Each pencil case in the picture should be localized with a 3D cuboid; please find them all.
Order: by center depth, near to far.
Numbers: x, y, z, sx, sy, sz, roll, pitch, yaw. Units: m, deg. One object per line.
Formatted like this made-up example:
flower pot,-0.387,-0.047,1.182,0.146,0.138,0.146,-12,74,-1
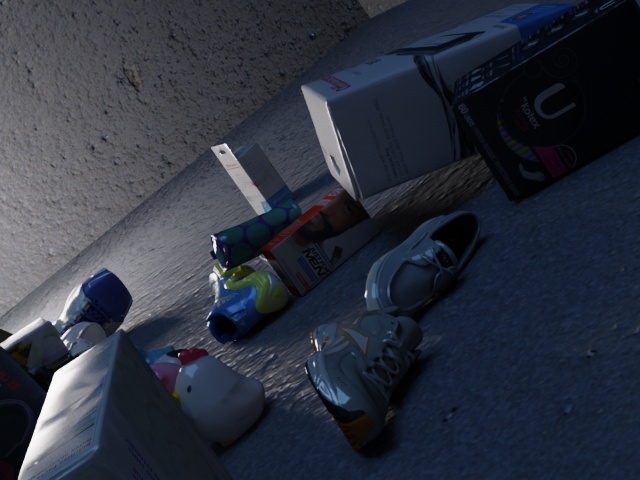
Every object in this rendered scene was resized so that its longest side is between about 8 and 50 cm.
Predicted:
pencil case,-0.099,-0.009,1.868,0.152,0.064,0.070,-25,10,-21

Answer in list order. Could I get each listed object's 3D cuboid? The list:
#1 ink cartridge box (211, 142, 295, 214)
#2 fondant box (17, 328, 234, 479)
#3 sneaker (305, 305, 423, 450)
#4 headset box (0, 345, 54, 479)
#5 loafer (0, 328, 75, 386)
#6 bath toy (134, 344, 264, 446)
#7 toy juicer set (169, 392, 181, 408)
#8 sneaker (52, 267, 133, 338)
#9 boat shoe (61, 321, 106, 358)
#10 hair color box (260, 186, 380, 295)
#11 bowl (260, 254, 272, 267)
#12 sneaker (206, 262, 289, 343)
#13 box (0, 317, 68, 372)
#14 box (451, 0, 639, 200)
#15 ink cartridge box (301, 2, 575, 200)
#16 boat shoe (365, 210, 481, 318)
ink cartridge box,-0.143,-0.143,2.469,0.061,0.181,0.104,-40,15,-19
fondant box,-0.166,0.246,1.111,0.096,0.238,0.330,-33,14,3
sneaker,0.057,0.131,1.281,0.121,0.099,0.262,-29,16,7
headset box,-0.497,0.301,1.717,0.293,0.218,0.110,-41,-17,-23
loafer,-0.528,0.192,1.944,0.251,0.087,0.094,2,18,-16
bath toy,-0.198,0.197,1.583,0.151,0.129,0.348,-40,15,-21
toy juicer set,-0.295,0.314,1.376,0.209,0.089,0.329,-30,30,43
sneaker,-0.477,0.205,2.260,0.315,0.127,0.182,-46,20,-14
boat shoe,-0.418,0.228,2.077,0.096,0.098,0.277,-29,24,22
hair color box,0.000,0.000,1.843,0.167,0.093,0.053,-40,16,-17
bowl,-0.027,0.007,1.966,0.142,0.053,0.142,-38,15,-10
sneaker,-0.150,0.098,1.878,0.126,0.091,0.240,-41,16,-21
box,-0.551,0.236,1.845,0.324,0.063,0.067,-35,16,-22
box,0.331,-0.201,1.579,0.270,0.165,0.143,-31,14,18
ink cartridge box,0.191,-0.225,1.817,0.395,0.166,0.285,-22,13,-4
boat shoe,0.134,0.025,1.471,0.081,0.079,0.227,-29,12,42
